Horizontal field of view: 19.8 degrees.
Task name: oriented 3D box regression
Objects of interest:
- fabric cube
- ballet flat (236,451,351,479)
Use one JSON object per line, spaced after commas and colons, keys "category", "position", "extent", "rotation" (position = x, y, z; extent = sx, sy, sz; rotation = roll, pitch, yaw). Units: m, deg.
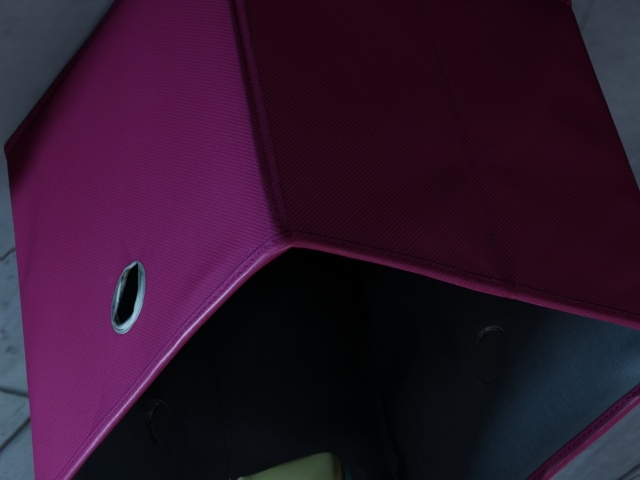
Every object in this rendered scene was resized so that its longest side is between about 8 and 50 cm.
{"category": "fabric cube", "position": [0.000, 0.000, 0.992], "extent": [0.259, 0.258, 0.254], "rotation": [15, 136, -31]}
{"category": "ballet flat", "position": [-0.061, 0.178, 0.933], "extent": [0.073, 0.080, 0.232], "rotation": [20, 133, -14]}
